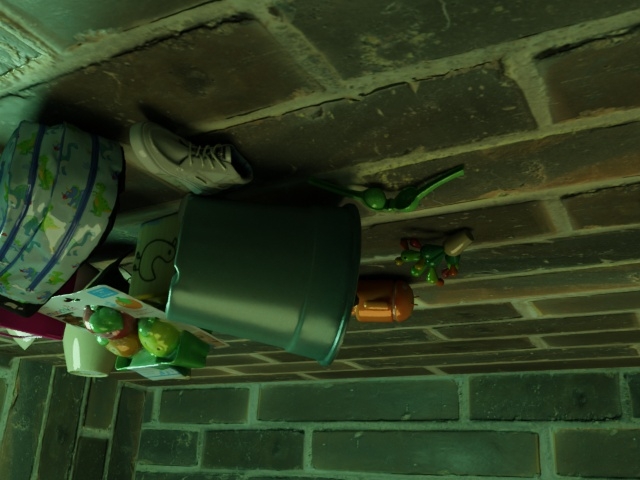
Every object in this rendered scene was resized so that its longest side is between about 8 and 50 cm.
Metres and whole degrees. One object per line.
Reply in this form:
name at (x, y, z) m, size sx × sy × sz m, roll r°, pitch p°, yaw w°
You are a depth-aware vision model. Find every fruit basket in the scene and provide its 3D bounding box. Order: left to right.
fruit basket at (-0.435, 0.202, 1.497) m, size 0.327 × 0.165 × 0.353 m, roll -14°, pitch 151°, yaw 38°

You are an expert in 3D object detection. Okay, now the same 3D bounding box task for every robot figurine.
robot figurine at (0.178, 0.175, 1.948) m, size 0.220 × 0.128 × 0.158 m, roll -1°, pitch 148°, yaw 12°

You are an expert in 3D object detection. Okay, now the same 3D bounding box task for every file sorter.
file sorter at (-0.723, 0.078, 1.587) m, size 0.182 × 0.290 × 0.202 m, roll -8°, pitch 157°, yaw 34°

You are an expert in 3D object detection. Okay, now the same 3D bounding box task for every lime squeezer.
lime squeezer at (0.133, -0.094, 1.344) m, size 0.311 × 0.058 × 0.110 m, roll -2°, pitch 159°, yaw 14°

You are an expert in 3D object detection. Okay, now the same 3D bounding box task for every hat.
hat at (-0.566, 0.165, 1.766) m, size 0.134 × 0.331 × 0.331 m, roll 44°, pitch 146°, yaw -12°

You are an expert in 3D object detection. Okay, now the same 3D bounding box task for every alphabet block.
alphabet block at (-0.322, 0.062, 1.615) m, size 0.193 × 0.197 × 0.193 m, roll -14°, pitch 153°, yaw 36°

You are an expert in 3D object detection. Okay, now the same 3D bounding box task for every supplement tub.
supplement tub at (-0.252, -0.057, 1.470) m, size 0.107 × 0.070 × 0.071 m, roll 19°, pitch 154°, yaw -34°

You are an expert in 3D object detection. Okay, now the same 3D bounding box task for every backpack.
backpack at (-0.496, -0.061, 1.221) m, size 0.356 × 0.290 × 0.273 m, roll -21°, pitch 140°, yaw 32°

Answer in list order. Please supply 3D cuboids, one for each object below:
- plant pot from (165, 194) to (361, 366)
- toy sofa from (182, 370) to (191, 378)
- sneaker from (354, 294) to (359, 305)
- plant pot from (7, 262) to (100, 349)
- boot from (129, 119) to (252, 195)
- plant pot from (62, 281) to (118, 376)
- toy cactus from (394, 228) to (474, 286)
plant pot at (-0.125, 0.060, 1.350) m, size 0.335 × 0.340 × 0.341 m, roll 11°, pitch 158°, yaw -10°
toy sofa at (-0.440, 0.225, 1.898) m, size 0.177 × 0.150 × 0.362 m, roll 5°, pitch 127°, yaw -13°
sneaker at (0.021, 0.128, 1.903) m, size 0.101 × 0.106 × 0.267 m, roll -19°, pitch -168°, yaw -30°
plant pot at (-0.771, 0.127, 1.813) m, size 0.191 × 0.284 × 0.284 m, roll 44°, pitch 146°, yaw -11°
boot at (-0.221, -0.157, 1.202) m, size 0.124 × 0.095 × 0.258 m, roll -11°, pitch 164°, yaw 19°
plant pot at (-0.741, 0.303, 2.195) m, size 0.257 × 0.273 × 0.256 m, roll 2°, pitch 159°, yaw 1°
toy cactus at (0.291, 0.027, 1.618) m, size 0.219 × 0.112 × 0.180 m, roll 23°, pitch 133°, yaw -37°
